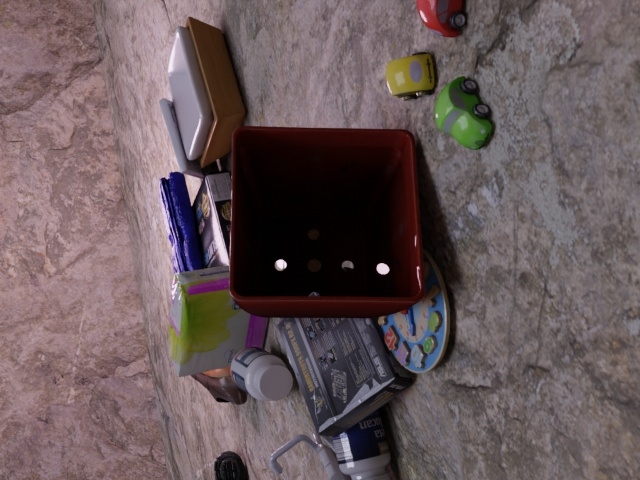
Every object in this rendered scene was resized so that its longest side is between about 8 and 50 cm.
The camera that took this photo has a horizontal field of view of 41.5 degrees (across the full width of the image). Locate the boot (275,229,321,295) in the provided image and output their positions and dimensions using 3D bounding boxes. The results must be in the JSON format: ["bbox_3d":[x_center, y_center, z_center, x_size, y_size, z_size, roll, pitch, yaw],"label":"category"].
[{"bbox_3d":[-0.043,0.003,1.643,0.203,0.095,0.261,-161,60,-67],"label":"boot"}]

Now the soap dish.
[{"bbox_3d":[-0.279,-0.356,2.046,0.229,0.118,0.290,124,133,-59],"label":"soap dish"}]

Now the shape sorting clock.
[{"bbox_3d":[0.137,0.102,1.303,0.206,0.040,0.206,171,90,-68],"label":"shape sorting clock"}]

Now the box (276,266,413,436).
[{"bbox_3d":[0.036,0.190,1.446,0.183,0.056,0.231,-42,53,25],"label":"box"}]

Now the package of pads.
[{"bbox_3d":[-0.244,0.191,2.016,0.101,0.229,0.296,-119,29,-41],"label":"package of pads"}]

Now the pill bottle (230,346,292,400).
[{"bbox_3d":[-0.133,0.311,1.948,0.180,0.108,0.107,-171,74,-67],"label":"pill bottle"}]

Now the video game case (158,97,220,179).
[{"bbox_3d":[-0.330,-0.251,2.161,0.183,0.023,0.201,13,-124,-67],"label":"video game case"}]

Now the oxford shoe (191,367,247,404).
[{"bbox_3d":[-0.294,0.386,2.351,0.364,0.130,0.132,-7,98,68],"label":"oxford shoe"}]

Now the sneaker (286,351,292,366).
[{"bbox_3d":[-0.035,0.198,1.724,0.075,0.063,0.170,141,123,-72],"label":"sneaker"}]

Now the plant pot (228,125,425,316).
[{"bbox_3d":[0.000,0.000,1.293,0.235,0.268,0.267,101,169,-68],"label":"plant pot"}]

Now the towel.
[{"bbox_3d":[-0.395,-0.019,2.337,0.228,0.076,0.308,141,118,-68],"label":"towel"}]

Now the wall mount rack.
[{"bbox_3d":[0.042,0.522,1.559,0.304,0.130,0.350,49,-176,-28],"label":"wall mount rack"}]

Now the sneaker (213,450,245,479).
[{"bbox_3d":[-0.247,0.748,2.426,0.130,0.109,0.286,131,135,-74],"label":"sneaker"}]

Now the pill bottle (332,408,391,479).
[{"bbox_3d":[0.071,0.355,1.486,0.094,0.094,0.169,140,119,-64],"label":"pill bottle"}]

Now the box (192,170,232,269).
[{"bbox_3d":[-0.262,0.008,2.205,0.295,0.073,0.293,134,125,-64],"label":"box"}]

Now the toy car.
[{"bbox_3d":[0.157,-0.216,1.118,0.239,0.053,0.224,114,141,-53],"label":"toy car"}]
